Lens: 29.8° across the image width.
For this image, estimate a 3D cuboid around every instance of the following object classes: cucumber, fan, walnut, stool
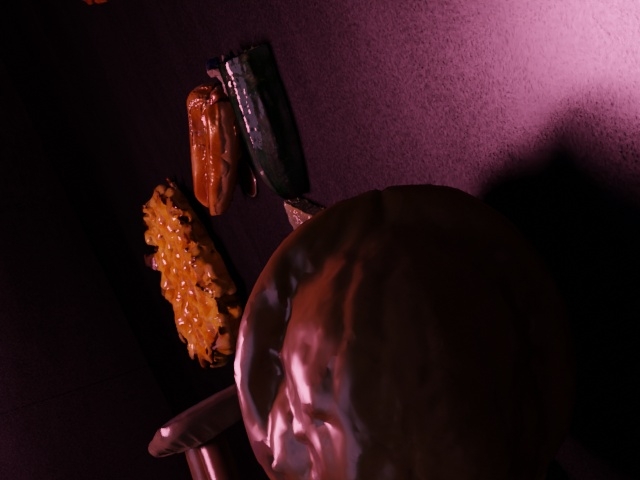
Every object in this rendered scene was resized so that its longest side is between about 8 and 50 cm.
[{"bbox_3d":[-0.084,-0.165,1.766,0.115,0.063,0.244,22,136,63],"label":"cucumber"},{"bbox_3d":[-0.141,-0.126,2.034,0.133,0.005,0.085,48,154,36],"label":"fan"},{"bbox_3d":[0.094,0.143,1.304,0.383,0.383,0.383,51,157,32],"label":"walnut"},{"bbox_3d":[-0.128,0.375,2.172,0.226,0.310,0.310,61,163,9],"label":"stool"}]

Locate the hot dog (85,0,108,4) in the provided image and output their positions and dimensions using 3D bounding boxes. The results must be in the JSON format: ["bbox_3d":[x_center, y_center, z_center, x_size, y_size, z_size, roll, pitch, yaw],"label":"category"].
[{"bbox_3d":[-0.400,-0.538,2.018,0.272,0.122,0.196,62,159,17],"label":"hot dog"}]

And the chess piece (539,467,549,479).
[{"bbox_3d":[0.215,0.244,1.520,0.172,0.060,0.060,52,157,36],"label":"chess piece"}]

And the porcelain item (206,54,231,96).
[{"bbox_3d":[-0.141,-0.251,1.824,0.136,0.021,0.075,54,-156,-58],"label":"porcelain item"}]

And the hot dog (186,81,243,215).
[{"bbox_3d":[-0.171,-0.147,1.979,0.109,0.072,0.269,50,151,36],"label":"hot dog"}]

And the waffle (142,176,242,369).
[{"bbox_3d":[-0.266,0.072,2.471,0.382,0.095,0.379,62,160,14],"label":"waffle"}]

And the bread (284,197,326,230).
[{"bbox_3d":[0.003,0.004,1.787,0.193,0.036,0.112,29,141,59],"label":"bread"}]
